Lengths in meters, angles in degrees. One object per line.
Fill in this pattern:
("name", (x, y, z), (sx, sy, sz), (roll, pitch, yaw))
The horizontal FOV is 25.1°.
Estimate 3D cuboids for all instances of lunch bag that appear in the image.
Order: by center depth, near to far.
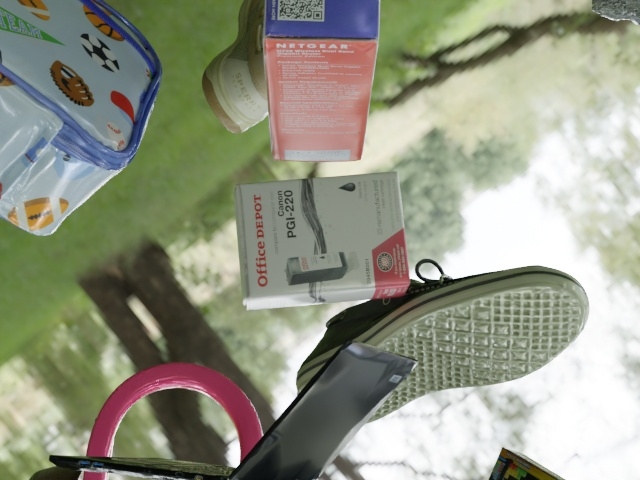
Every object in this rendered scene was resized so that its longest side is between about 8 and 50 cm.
("lunch bag", (-0.254, -0.158, 1.000), (0.115, 0.303, 0.243), (-41, -161, 24))

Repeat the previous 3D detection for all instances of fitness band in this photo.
("fitness band", (-0.171, 0.286, 1.673), (0.054, 0.209, 0.291), (98, -4, -71))

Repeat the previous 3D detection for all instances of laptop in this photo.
("laptop", (-0.072, 0.156, 1.320), (0.264, 0.137, 0.234), (4, 172, 19))

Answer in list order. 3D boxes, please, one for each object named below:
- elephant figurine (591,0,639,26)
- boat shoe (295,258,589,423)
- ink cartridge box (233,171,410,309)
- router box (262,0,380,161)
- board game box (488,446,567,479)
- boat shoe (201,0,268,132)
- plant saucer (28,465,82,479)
("elephant figurine", (0.434, -0.228, 1.468), (0.186, 0.239, 0.169), (-51, -144, 5))
("boat shoe", (0.159, 0.120, 1.992), (0.500, 0.187, 0.156), (-27, -147, 44))
("ink cartridge box", (0.000, 0.000, 1.881), (0.217, 0.159, 0.092), (-5, 169, -2))
("router box", (0.003, -0.264, 1.149), (0.082, 0.336, 0.301), (2, 167, 0))
("board game box", (0.299, 0.394, 2.055), (0.170, 0.048, 0.141), (25, -88, 53))
("boat shoe", (-0.036, -0.224, 1.596), (0.098, 0.109, 0.302), (-25, -159, 29))
("plant saucer", (-0.285, 0.279, 1.305), (0.199, 0.036, 0.198), (-54, -174, 8))
